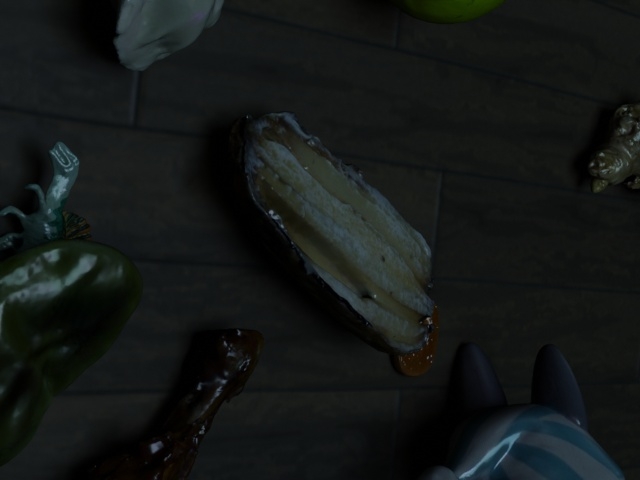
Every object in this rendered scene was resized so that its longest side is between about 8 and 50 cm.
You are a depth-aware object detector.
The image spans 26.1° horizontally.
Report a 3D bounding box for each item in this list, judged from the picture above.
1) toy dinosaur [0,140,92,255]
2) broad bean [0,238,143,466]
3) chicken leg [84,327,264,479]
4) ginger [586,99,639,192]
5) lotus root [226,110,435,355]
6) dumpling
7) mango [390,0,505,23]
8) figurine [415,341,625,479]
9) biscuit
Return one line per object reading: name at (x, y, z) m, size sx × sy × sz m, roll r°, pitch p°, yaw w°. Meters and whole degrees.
toy dinosaur at (-0.229, 0.016, 1.151) m, size 0.106 × 0.044 × 0.187 m, roll -36°, pitch 124°, yaw -41°
broad bean at (-0.234, 0.081, 1.100) m, size 0.207 × 0.072 × 0.153 m, roll -52°, pitch 147°, yaw -16°
chicken leg at (-0.139, 0.195, 1.241) m, size 0.304 × 0.093 × 0.113 m, roll -58°, pitch 148°, yaw -35°
ginger at (0.413, -0.122, 1.777) m, size 0.213 × 0.074 × 0.137 m, roll 6°, pitch 91°, yaw -40°
lotus root at (-0.001, 0.000, 1.365) m, size 0.329 × 0.078 × 0.167 m, roll 44°, pitch 41°, yaw -38°
dumpling at (-0.127, -0.218, 1.191) m, size 0.127 × 0.108 × 0.188 m, roll 83°, pitch 23°, yaw -46°
mango at (0.160, -0.372, 1.422) m, size 0.192 × 0.156 × 0.343 m, roll 46°, pitch 61°, yaw -42°
figurine at (0.167, 0.302, 1.527) m, size 0.361 × 0.266 × 0.378 m, roll 1°, pitch 60°, yaw -21°
biscuit at (0.101, 0.105, 1.518) m, size 0.078 × 0.015 × 0.091 m, roll 11°, pitch 87°, yaw -44°
